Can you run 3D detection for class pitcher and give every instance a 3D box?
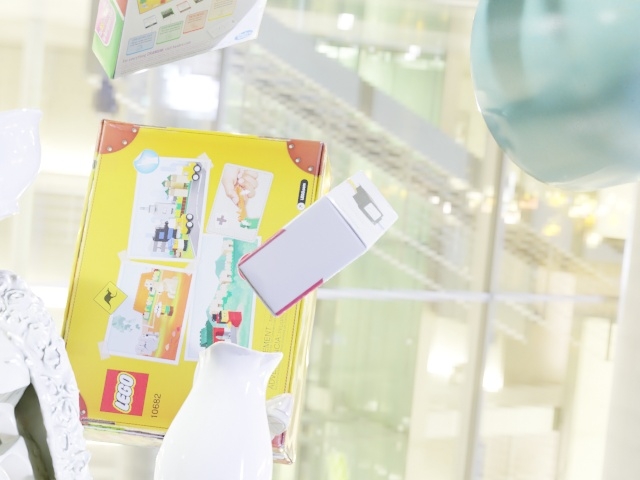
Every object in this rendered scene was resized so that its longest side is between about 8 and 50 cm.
[{"bbox_3d":[-0.117,0.218,1.460,0.125,0.207,0.178,13,172,-18],"label":"pitcher"}]

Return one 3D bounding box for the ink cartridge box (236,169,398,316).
[{"bbox_3d":[0.000,0.000,1.423,0.127,0.072,0.175,-38,-179,18],"label":"ink cartridge box"}]

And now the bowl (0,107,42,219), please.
[{"bbox_3d":[-0.520,-0.081,1.902,0.298,0.134,0.298,-20,-178,1],"label":"bowl"}]

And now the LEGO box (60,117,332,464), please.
[{"bbox_3d":[-0.198,0.082,2.128,0.372,0.500,0.193,6,164,6],"label":"LEGO box"}]

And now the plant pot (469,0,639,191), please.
[{"bbox_3d":[0.343,-0.199,1.387,0.293,0.293,0.235,3,179,-28],"label":"plant pot"}]

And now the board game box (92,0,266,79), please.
[{"bbox_3d":[-0.167,-0.369,1.770,0.242,0.064,0.316,-21,154,-29],"label":"board game box"}]

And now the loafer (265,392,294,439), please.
[{"bbox_3d":[-0.067,0.213,1.576,0.045,0.039,0.125,38,145,-14],"label":"loafer"}]

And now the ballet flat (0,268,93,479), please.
[{"bbox_3d":[-0.320,0.207,1.393,0.147,0.409,0.147,-21,169,-4],"label":"ballet flat"}]
